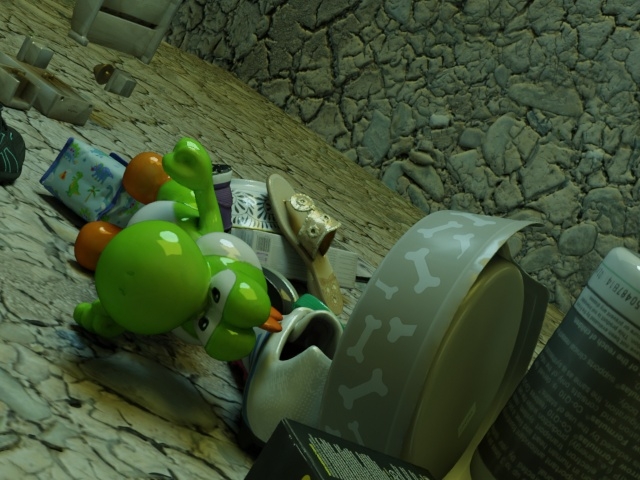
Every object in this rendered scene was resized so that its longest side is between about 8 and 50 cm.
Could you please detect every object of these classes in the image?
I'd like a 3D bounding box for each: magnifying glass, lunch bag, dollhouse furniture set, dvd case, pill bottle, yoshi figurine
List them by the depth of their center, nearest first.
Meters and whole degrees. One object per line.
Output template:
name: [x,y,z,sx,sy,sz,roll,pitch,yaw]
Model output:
pill bottle: [0.278,0.205,1.101,0.204,0.361,0.204,31,11,-6]
yoshi figurine: [-0.175,0.010,1.175,0.203,0.203,0.362,-18,24,-19]
magnifying glass: [0.040,0.152,1.324,0.092,0.026,0.231,21,-33,58]
lunch bag: [-0.280,-0.060,1.518,0.129,0.096,0.151,34,-3,29]
dollhouse furniture set: [-0.428,-0.403,1.938,0.174,0.355,0.303,35,12,23]
dvd case: [0.027,0.029,2.141,0.164,0.018,0.221,37,12,28]

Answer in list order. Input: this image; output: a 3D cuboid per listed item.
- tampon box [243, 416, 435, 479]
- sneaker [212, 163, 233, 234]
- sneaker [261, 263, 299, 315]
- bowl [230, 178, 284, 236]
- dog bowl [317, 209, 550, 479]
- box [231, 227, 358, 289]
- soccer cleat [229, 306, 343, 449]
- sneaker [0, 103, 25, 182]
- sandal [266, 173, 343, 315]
tampon box: [0.019,0.237,0.892,0.161,0.120,0.101,25,12,-29]
sneaker: [-0.227,-0.047,1.622,0.107,0.124,0.283,-13,14,-34]
sneaker: [-0.137,0.056,1.436,0.222,0.083,0.118,29,15,27]
bowl: [-0.121,-0.052,1.744,0.170,0.080,0.170,6,-4,0]
dog bowl: [0.118,0.127,1.135,0.102,0.348,0.349,23,6,25]
box: [-0.045,0.031,1.761,0.063,0.067,0.324,6,-3,31]
soccer cleat: [-0.022,0.127,1.220,0.116,0.143,0.331,29,11,-13]
sneaker: [-0.425,-0.134,1.400,0.101,0.106,0.267,30,9,0]
sandal: [0.003,-0.002,1.696,0.088,0.079,0.240,-36,106,-61]
